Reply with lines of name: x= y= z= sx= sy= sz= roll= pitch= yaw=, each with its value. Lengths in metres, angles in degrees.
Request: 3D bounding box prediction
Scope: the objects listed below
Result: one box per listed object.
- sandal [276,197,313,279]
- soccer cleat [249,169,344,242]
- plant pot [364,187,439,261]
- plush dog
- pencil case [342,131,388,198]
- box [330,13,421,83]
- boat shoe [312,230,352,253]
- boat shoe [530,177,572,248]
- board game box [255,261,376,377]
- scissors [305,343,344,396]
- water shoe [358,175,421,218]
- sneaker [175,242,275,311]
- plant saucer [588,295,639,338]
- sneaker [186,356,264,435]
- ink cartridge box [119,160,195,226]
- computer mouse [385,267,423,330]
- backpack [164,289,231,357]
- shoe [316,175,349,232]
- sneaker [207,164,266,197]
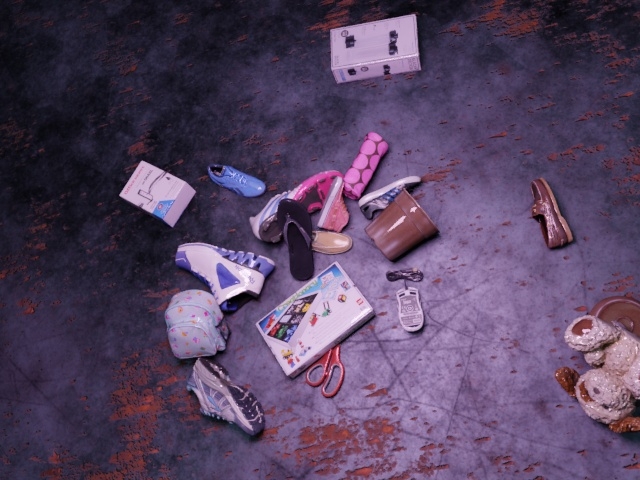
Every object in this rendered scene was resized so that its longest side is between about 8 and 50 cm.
sandal: x=-0.066 y=-0.002 z=1.768 sx=0.097 sy=0.054 sz=0.255 roll=-10 pitch=107 yaw=9
soccer cleat: x=-0.080 y=-0.125 z=1.867 sx=0.331 sy=0.116 sz=0.143 roll=-36 pitch=35 yaw=-11
plant pot: x=0.227 y=-0.036 z=1.731 sx=0.165 sy=0.167 sz=0.167 roll=-40 pitch=65 yaw=8
plush dog: x=0.710 y=0.335 z=1.455 sx=0.262 sy=0.210 sz=0.226 roll=42 pitch=113 yaw=43
pencil case: x=0.129 y=-0.225 z=1.846 sx=0.095 sy=0.098 sz=0.209 roll=39 pitch=71 yaw=-20
box: x=0.183 y=-0.634 z=1.996 sx=0.289 sy=0.087 sz=0.169 roll=-7 pitch=68 yaw=13
boat shoe: x=0.000 y=0.000 z=1.818 sx=0.189 sy=0.072 sz=0.068 roll=1 pitch=71 yaw=16
boat shoe: x=0.627 y=-0.077 z=1.674 sx=0.073 sy=0.073 sz=0.207 roll=-19 pitch=66 yaw=6
board game box: x=-0.017 y=0.227 z=1.738 sx=0.305 sy=0.053 sz=0.193 roll=-38 pitch=60 yaw=2
scissors: x=0.051 y=0.298 z=1.725 sx=0.109 sy=0.021 sz=0.297 roll=17 pitch=74 yaw=26
water shoe: x=0.218 y=-0.128 z=1.818 sx=0.203 sy=0.073 sz=0.080 roll=-24 pitch=84 yaw=12
sneaker: x=-0.309 y=0.120 z=1.829 sx=0.315 sy=0.127 sz=0.182 roll=8 pitch=70 yaw=16
plant saucer: x=0.780 y=0.221 z=1.547 sx=0.168 sy=0.029 sz=0.169 roll=-5 pitch=69 yaw=13
sneaker: x=-0.275 y=0.465 z=1.721 sx=0.283 sy=0.110 sz=0.122 roll=40 pitch=102 yaw=27
ink cartridge box: x=-0.549 y=-0.158 z=2.020 sx=0.203 sy=0.086 sz=0.148 roll=25 pitch=79 yaw=21
computer mouse: x=0.248 y=0.170 z=1.706 sx=0.106 sy=0.042 sz=0.193 roll=-8 pitch=63 yaw=7
backpack: x=-0.366 y=0.243 z=1.746 sx=0.165 sy=0.144 sz=0.189 roll=-7 pitch=113 yaw=13
shoe: x=0.054 y=-0.106 z=1.801 sx=0.081 sy=0.178 sz=0.063 roll=17 pitch=30 yaw=-9
sneaker: x=-0.279 y=-0.199 z=1.965 sx=0.209 sy=0.082 sz=0.069 roll=20 pitch=75 yaw=20
